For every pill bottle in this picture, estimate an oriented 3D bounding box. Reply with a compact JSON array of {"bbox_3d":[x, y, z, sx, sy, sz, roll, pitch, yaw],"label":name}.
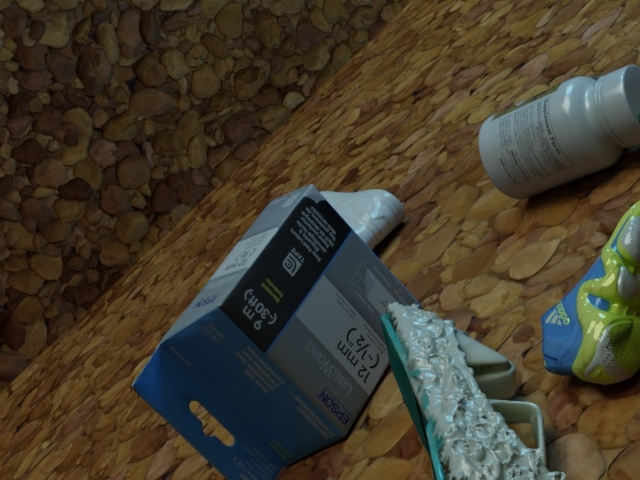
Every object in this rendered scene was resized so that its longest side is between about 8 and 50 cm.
[{"bbox_3d":[0.342,-0.150,1.350,0.229,0.131,0.131,-22,27,45],"label":"pill bottle"}]

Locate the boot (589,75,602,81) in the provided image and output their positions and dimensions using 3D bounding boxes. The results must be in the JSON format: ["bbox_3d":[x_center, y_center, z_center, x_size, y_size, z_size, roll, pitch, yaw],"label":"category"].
[{"bbox_3d":[0.398,-0.226,1.564,0.087,0.042,0.118,-40,19,-15],"label":"boot"}]

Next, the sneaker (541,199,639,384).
[{"bbox_3d":[0.300,0.049,1.053,0.126,0.091,0.240,-19,30,51],"label":"sneaker"}]

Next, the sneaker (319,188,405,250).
[{"bbox_3d":[0.000,0.000,1.737,0.169,0.108,0.292,-49,21,-30],"label":"sneaker"}]

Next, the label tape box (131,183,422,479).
[{"bbox_3d":[-0.045,0.135,1.294,0.115,0.249,0.347,-19,28,49],"label":"label tape box"}]

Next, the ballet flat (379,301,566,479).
[{"bbox_3d":[0.157,0.184,1.030,0.147,0.147,0.409,-38,22,10],"label":"ballet flat"}]

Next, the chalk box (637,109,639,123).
[{"bbox_3d":[0.412,-0.095,0.837,0.180,0.289,0.179,-41,19,2],"label":"chalk box"}]
